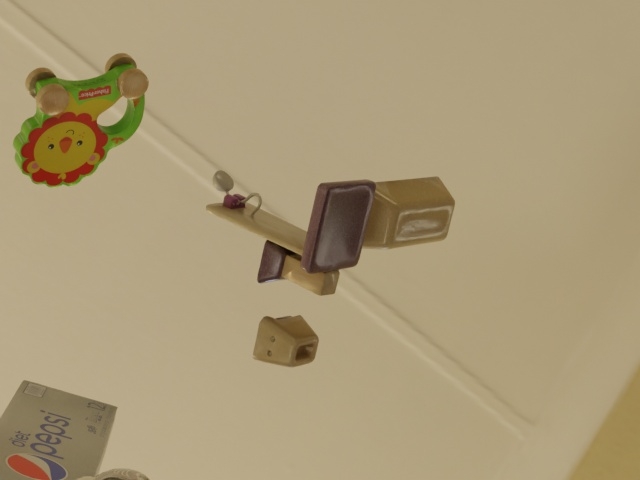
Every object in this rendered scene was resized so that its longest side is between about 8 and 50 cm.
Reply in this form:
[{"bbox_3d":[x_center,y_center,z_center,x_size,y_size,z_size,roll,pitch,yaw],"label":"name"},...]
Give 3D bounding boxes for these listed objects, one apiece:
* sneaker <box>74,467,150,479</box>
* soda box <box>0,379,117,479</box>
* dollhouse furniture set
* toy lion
[{"bbox_3d":[-0.021,0.170,0.580,0.112,0.299,0.121,-38,-59,-21],"label":"sneaker"},{"bbox_3d":[-0.229,0.204,1.059,0.091,0.286,0.098,17,-80,-6],"label":"soda box"},{"bbox_3d":[0.000,0.000,0.652,0.114,0.081,0.091,-8,-63,-49],"label":"dollhouse furniture set"},{"bbox_3d":[-0.180,-0.085,1.003,0.100,0.034,0.096,-15,-47,-25],"label":"toy lion"}]
